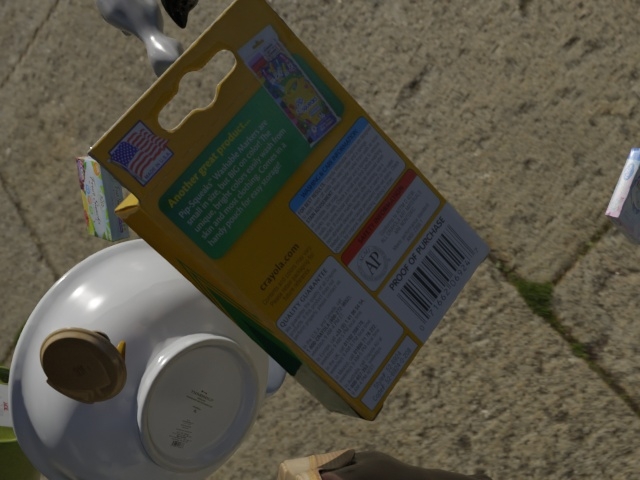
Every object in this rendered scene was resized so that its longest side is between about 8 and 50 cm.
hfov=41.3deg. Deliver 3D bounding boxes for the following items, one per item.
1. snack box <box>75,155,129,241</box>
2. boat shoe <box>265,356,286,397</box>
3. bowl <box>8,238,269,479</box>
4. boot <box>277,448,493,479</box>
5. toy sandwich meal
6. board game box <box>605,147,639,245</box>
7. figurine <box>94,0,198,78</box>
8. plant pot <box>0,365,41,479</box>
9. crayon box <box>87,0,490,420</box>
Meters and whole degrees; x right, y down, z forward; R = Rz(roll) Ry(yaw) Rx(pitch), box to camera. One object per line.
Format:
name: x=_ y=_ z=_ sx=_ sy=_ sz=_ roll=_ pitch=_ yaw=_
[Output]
snack box: x=-0.379 y=-0.075 z=1.478 sx=0.100 sy=0.037 sz=0.141 roll=11 pitch=113 yaw=49
boat shoe: x=-0.108 y=0.144 z=1.274 sx=0.076 sy=0.080 sz=0.228 roll=-53 pitch=40 yaw=39
bowl: x=-0.159 y=0.152 z=0.896 sx=0.134 sy=0.298 sz=0.298 roll=15 pitch=91 yaw=48
boot: x=0.077 y=0.230 z=0.690 sx=0.207 sy=0.248 sz=0.090 roll=6 pitch=94 yaw=-8
toy sandwich meal: x=-0.199 y=0.104 z=0.724 sx=0.085 sy=0.029 sz=0.085 roll=5 pitch=119 yaw=9
board game box: x=0.381 y=-0.051 z=1.020 sx=0.020 sy=0.090 sz=0.090 roll=15 pitch=78 yaw=44
figurine: x=-0.256 y=-0.362 z=1.288 sx=0.209 sy=0.092 sz=0.215 roll=54 pitch=147 yaw=21
plant pot: x=-0.534 y=0.331 z=1.286 sx=0.293 sy=0.275 sz=0.275 roll=-52 pitch=56 yaw=33
crayon box: x=-0.023 y=-0.026 z=0.737 sx=0.203 sy=0.323 sz=0.083 roll=-51 pitch=19 yaw=-21
